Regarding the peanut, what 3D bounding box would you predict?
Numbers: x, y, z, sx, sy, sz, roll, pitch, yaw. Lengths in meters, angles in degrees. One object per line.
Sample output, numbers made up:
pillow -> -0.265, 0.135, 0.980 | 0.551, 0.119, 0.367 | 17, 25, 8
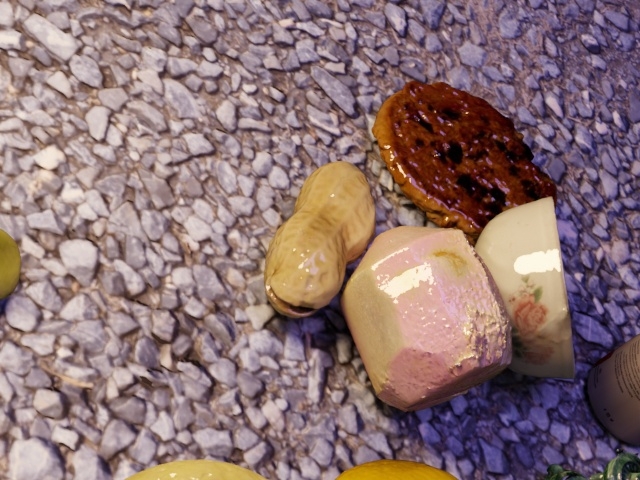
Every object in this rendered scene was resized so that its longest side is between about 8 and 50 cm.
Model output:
peanut -> 0.000, 0.000, 2.039 | 0.130, 0.130, 0.290 | 39, 45, -8

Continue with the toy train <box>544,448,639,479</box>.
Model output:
toy train -> 0.374, 0.426, 2.009 | 0.299, 0.167, 0.238 | -13, 79, -41

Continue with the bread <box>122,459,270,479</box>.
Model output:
bread -> -0.139, 0.395, 1.566 | 0.320, 0.237, 0.320 | 17, 51, -22

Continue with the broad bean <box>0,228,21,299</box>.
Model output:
broad bean -> -0.440, 0.018, 1.717 | 0.174, 0.082, 0.124 | 18, 49, -26

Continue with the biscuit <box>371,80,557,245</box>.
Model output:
biscuit -> 0.230, -0.117, 2.334 | 0.334, 0.081, 0.289 | 37, 45, -5

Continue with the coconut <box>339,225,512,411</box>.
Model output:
coconut -> 0.147, 0.094, 2.016 | 0.233, 0.233, 0.245 | -9, 69, -41

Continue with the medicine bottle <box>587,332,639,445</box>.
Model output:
medicine bottle -> 0.556, 0.192, 2.210 | 0.157, 0.289, 0.157 | 20, 50, -26

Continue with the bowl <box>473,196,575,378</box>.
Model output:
bowl -> 0.296, 0.077, 2.153 | 0.145, 0.277, 0.277 | -6, 53, 10

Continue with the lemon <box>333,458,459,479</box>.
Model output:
lemon -> 0.094, 0.372, 1.790 | 0.260, 0.204, 0.204 | 7, 56, -38
